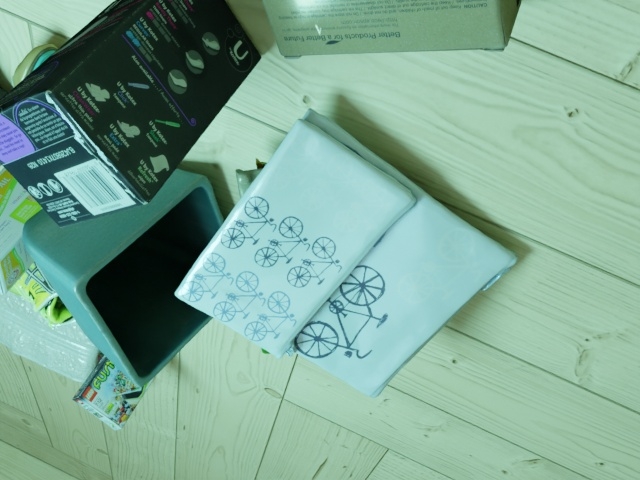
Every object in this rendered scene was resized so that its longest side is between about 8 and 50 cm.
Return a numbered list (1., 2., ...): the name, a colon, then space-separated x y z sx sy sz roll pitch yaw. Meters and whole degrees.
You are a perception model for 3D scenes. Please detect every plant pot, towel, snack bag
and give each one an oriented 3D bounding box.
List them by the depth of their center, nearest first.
1. snack bag: 0.029 0.048 0.909 0.342 0.037 0.323 34 115 -14
2. plant pot: -0.312 0.021 1.077 0.252 0.248 0.247 25 146 32
3. towel: -0.614 0.188 1.542 0.282 0.049 0.187 25 113 3

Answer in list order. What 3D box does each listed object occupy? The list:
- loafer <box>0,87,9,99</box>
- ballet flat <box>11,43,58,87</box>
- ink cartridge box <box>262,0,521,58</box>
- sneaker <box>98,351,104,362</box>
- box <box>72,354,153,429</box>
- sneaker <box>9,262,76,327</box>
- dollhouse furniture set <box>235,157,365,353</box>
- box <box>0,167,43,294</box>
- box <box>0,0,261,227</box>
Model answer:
1. loafer: -0.498 -0.217 1.065 0.061 0.062 0.170 -13 143 -11
2. ballet flat: -0.418 -0.205 1.007 0.073 0.080 0.232 39 143 10
3. ink cartridge box: 0.051 -0.272 0.623 0.234 0.088 0.193 6 139 26
4. sneaker: -0.538 0.293 1.636 0.252 0.103 0.111 20 144 10
5. box: -0.411 0.279 1.453 0.114 0.207 0.036 43 140 -19
6. sneaker: -0.527 0.084 1.350 0.384 0.147 0.145 -1 136 35
7. dollhouse furniture set: 0.000 0.000 0.993 0.197 0.151 0.302 -3 119 6
8. box: -0.521 -0.029 1.166 0.114 0.203 0.103 27 143 2
9. box: -0.213 -0.164 0.760 0.165 0.270 0.143 -8 130 38
